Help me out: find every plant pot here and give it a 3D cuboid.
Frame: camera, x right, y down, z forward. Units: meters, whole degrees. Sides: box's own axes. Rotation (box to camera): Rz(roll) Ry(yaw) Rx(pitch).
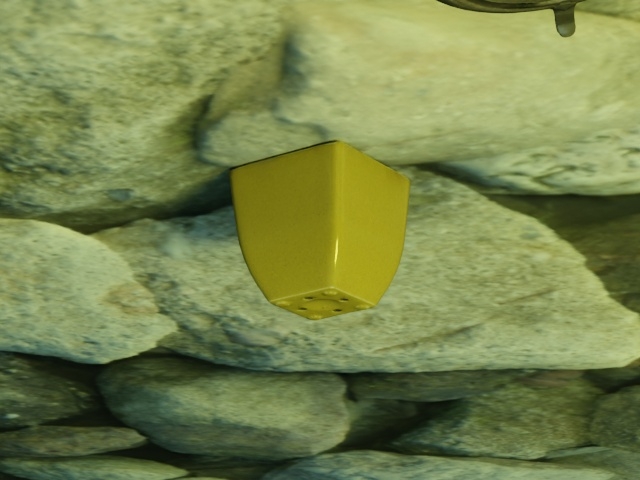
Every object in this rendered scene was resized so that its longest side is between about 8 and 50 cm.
[{"bbox_3d":[0.000,0.000,1.142,0.081,0.083,0.081,-13,157,32],"label":"plant pot"}]

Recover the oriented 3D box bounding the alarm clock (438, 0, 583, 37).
[{"bbox_3d":[0.089,-0.143,0.751,0.129,0.064,0.192,-13,159,4],"label":"alarm clock"}]
